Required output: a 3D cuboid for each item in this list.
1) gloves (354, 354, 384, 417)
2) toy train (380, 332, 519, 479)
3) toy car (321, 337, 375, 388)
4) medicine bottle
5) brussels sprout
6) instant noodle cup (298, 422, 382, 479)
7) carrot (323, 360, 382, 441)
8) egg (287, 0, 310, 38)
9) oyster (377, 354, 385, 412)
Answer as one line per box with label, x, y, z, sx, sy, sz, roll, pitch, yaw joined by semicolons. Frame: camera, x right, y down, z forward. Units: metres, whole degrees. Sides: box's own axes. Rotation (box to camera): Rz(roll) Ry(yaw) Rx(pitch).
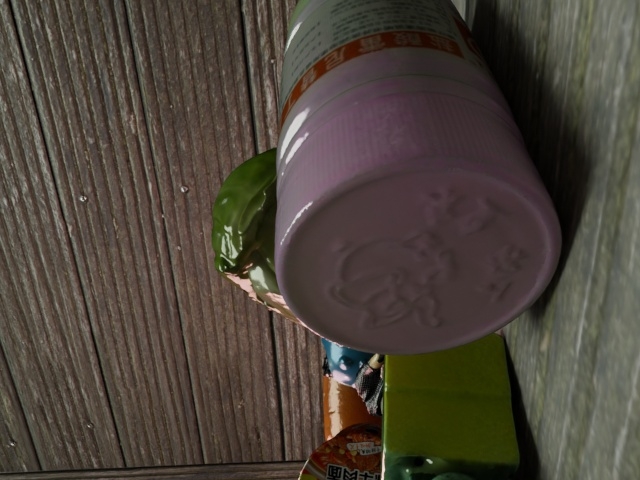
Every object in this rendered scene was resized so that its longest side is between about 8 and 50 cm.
gloves;0.155;0.307;1.177;0.181;0.106;0.129;-43;44;52
toy train;0.114;0.281;0.567;0.369;0.150;0.237;86;-170;-46
toy car;0.100;0.236;1.380;0.190;0.188;0.255;103;172;-56
medicine bottle;0.062;-0.085;0.484;0.316;0.202;0.202;-93;0;-46
brussels sprout;0.011;-0.016;1.094;0.342;0.425;0.361;-6;57;50
instant noodle cup;0.089;0.508;1.165;0.192;0.250;0.250;17;-110;-81
carrot;0.110;0.481;1.463;0.193;0.214;0.331;32;-126;-53
egg;0.048;-0.391;1.032;0.295;0.218;0.218;111;158;-71
oyster;0.146;0.282;0.901;0.214;0.083;0.223;80;-178;-58
